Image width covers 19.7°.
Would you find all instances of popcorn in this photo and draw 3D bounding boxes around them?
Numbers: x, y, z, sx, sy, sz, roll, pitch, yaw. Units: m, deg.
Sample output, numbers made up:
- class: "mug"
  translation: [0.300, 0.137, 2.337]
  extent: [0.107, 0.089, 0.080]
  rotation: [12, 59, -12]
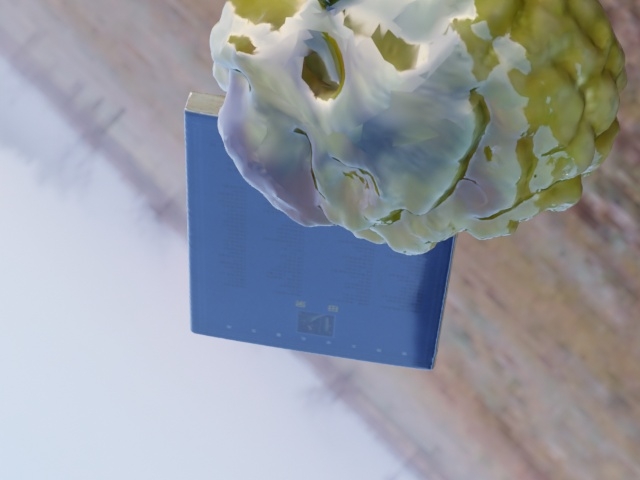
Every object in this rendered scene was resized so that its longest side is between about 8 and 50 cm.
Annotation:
- class: "popcorn"
  translation: [0.046, -0.094, 0.906]
  extent: [0.218, 0.169, 0.189]
  rotation: [-11, 104, 40]

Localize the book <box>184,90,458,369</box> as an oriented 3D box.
- class: "book"
  translation: [0.000, 0.000, 1.297]
  extent: [0.190, 0.025, 0.269]
  rotation: [9, 145, 4]
